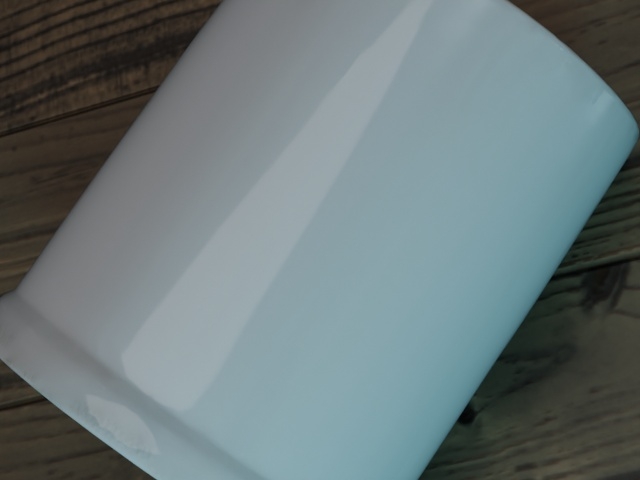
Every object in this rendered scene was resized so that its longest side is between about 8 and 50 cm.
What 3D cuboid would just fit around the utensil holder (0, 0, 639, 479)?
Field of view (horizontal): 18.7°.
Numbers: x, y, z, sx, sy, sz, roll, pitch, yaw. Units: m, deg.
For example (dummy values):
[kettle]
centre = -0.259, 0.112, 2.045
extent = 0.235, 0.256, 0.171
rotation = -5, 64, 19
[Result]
[utensil holder]
centre = 0.000, 0.000, 1.392
extent = 0.327, 0.327, 0.385
rotation = 34, 87, 29
